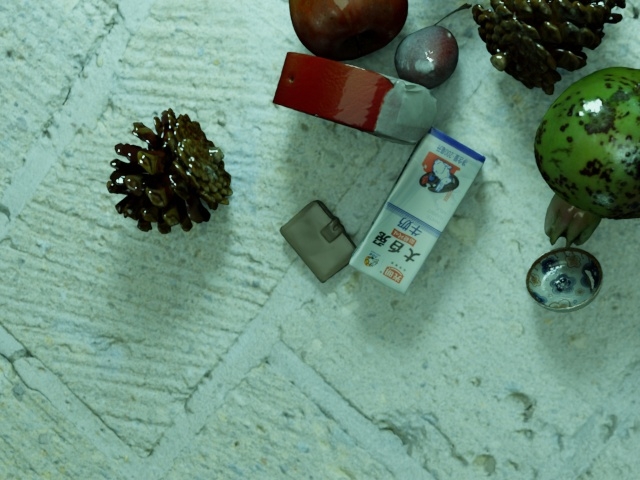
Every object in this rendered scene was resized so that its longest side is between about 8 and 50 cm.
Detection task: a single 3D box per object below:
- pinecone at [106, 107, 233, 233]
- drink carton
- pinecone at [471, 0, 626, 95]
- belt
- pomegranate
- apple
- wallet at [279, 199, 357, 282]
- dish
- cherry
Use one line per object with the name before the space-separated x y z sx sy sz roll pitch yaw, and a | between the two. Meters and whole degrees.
pinecone | -0.320 -0.126 1.495 0.264 0.264 0.264 1 94 16
drink carton | 0.187 -0.059 1.418 0.131 0.106 0.315 29 102 2
pinecone | 0.403 -0.398 1.287 0.224 0.224 0.272 42 84 9
belt | 0.060 -0.269 1.376 0.324 0.227 0.115 22 102 31
pomegranate | 0.503 -0.127 1.274 0.285 0.285 0.340 26 133 13
apple | 0.044 -0.456 1.384 0.234 0.234 0.234 1 94 16
wallet | 0.000 0.000 1.517 0.118 0.039 0.152 -38 87 15
dish | 0.470 0.091 1.374 0.141 0.078 0.141 -17 47 19
cherry | 0.229 -0.365 1.377 0.188 0.148 0.115 -29 94 15
